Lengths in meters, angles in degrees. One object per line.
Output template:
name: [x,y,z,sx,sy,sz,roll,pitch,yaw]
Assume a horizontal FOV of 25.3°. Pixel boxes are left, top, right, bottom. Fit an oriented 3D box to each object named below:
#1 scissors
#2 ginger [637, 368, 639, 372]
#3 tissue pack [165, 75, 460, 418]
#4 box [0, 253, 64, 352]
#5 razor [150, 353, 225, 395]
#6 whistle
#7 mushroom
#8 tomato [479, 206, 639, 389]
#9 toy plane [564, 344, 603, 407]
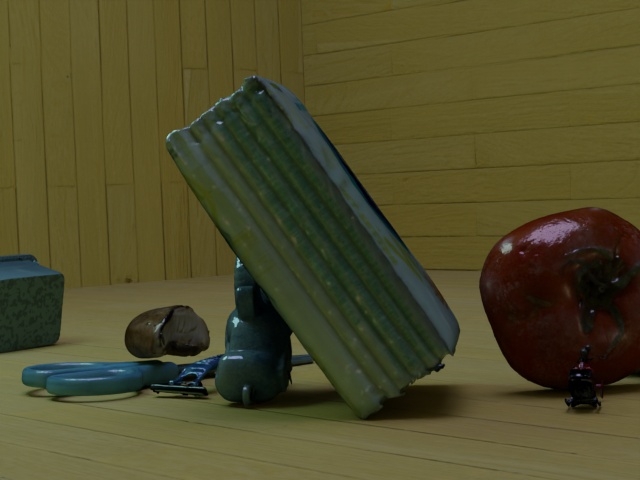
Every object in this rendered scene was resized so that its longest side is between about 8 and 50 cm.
scissors: [-0.187,0.178,1.964,0.447,0.029,0.192,-2,2,-38]
ginger: [0.472,0.135,1.851,0.333,0.081,0.148,-2,-14,-10]
tissue pack: [0.000,0.000,1.686,0.162,0.388,0.287,-36,-1,7]
box: [-0.555,0.114,2.469,0.130,0.162,0.227,12,10,34]
razor: [-0.122,0.170,1.889,0.081,0.042,0.253,0,3,28]
whistle: [-0.077,0.113,1.780,0.093,0.180,0.269,-4,33,5]
mushroom: [-0.221,0.129,1.988,0.094,0.072,0.210,-12,-7,16]
tomato: [0.312,0.068,1.704,0.236,0.237,0.095,-3,-2,-12]
toy plane: [0.295,0.157,1.592,0.037,0.060,0.145,-2,-13,15]
